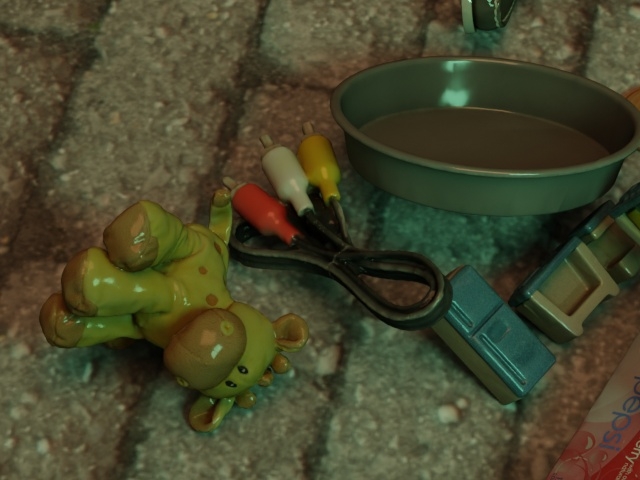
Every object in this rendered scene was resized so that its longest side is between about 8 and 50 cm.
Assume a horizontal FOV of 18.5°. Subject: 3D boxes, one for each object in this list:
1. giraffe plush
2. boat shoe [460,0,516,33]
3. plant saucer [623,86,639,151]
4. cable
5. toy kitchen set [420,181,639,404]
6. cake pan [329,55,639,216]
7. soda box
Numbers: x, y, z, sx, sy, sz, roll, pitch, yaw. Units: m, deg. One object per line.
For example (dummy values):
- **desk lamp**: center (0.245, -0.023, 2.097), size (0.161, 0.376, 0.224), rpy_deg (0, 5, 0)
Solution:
- **giraffe plush**: center (-0.115, 0.074, 1.734), size (0.210, 0.181, 0.170), rpy_deg (-17, 63, -47)
- **boat shoe**: center (0.210, -0.329, 2.017), size (0.091, 0.109, 0.305), rpy_deg (9, 52, 13)
- **plant saucer**: center (0.331, -0.120, 1.929), size (0.083, 0.013, 0.083), rpy_deg (-1, 55, 1)
- **cable**: center (0.000, 0.000, 1.772), size (0.139, 0.072, 0.287), rpy_deg (-37, 40, -5)
- **toy kitchen set**: center (0.217, 0.019, 1.721), size (0.122, 0.166, 0.207), rpy_deg (46, 65, -3)
- **cake pan**: center (0.153, -0.098, 1.821), size (0.293, 0.054, 0.293), rpy_deg (3, 25, -1)
- **soda box**: center (0.298, 0.148, 1.686), size (0.092, 0.083, 0.263), rpy_deg (10, 51, 39)
